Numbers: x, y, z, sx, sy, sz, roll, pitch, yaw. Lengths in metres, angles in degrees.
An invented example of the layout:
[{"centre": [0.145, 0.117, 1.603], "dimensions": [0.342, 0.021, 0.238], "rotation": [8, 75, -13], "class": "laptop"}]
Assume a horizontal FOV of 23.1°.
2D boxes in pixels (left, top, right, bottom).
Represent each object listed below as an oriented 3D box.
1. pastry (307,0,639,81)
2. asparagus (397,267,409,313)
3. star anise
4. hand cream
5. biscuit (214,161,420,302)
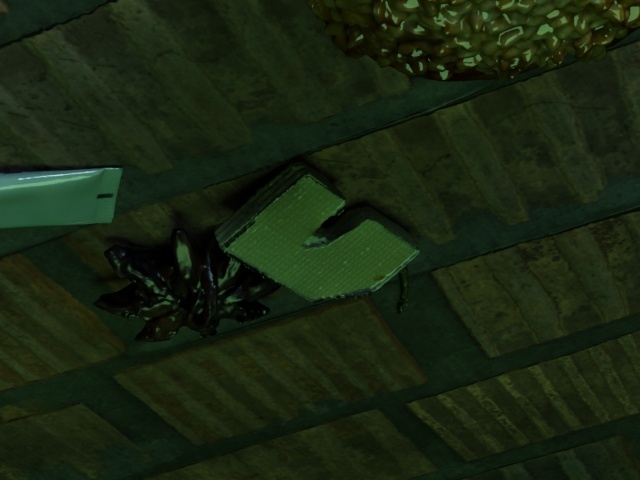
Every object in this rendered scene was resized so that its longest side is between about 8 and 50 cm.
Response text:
[{"centre": [0.157, -0.284, 1.343], "dimensions": [0.410, 0.245, 0.409], "rotation": [-4, 147, -3], "class": "pastry"}, {"centre": [0.110, 0.069, 2.095], "dimensions": [0.015, 0.014, 0.114], "rotation": [22, 150, 16], "class": "asparagus"}, {"centre": [-0.152, 0.076, 1.961], "dimensions": [0.272, 0.102, 0.272], "rotation": [-8, 144, -6], "class": "star anise"}, {"centre": [-0.389, -0.039, 1.785], "dimensions": [0.321, 0.067, 0.109], "rotation": [-3, 146, -17], "class": "hand cream"}, {"centre": [0.000, 0.000, 1.906], "dimensions": [0.147, 0.046, 0.250], "rotation": [-42, 136, 17], "class": "biscuit"}]
